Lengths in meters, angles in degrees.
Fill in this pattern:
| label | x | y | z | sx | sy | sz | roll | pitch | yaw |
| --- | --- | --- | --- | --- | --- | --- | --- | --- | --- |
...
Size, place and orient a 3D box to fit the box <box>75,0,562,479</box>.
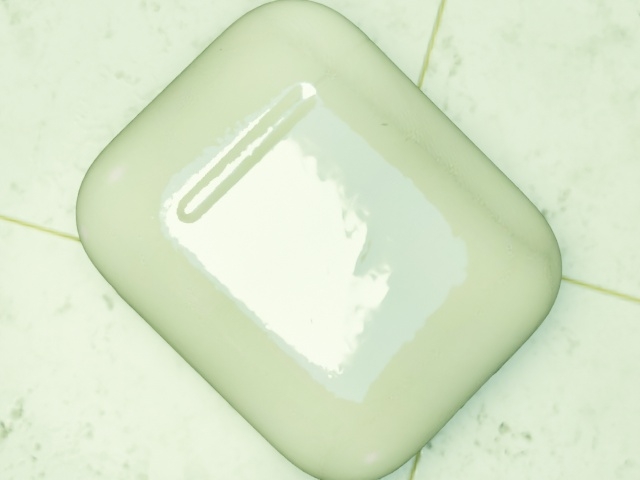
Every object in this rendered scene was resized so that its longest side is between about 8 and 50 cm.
| label | x | y | z | sx | sy | sz | roll | pitch | yaw |
| --- | --- | --- | --- | --- | --- | --- | --- | --- | --- |
| box | 0.000 | 0.000 | 1.466 | 0.349 | 0.141 | 0.288 | 45 | 85 | 1 |
